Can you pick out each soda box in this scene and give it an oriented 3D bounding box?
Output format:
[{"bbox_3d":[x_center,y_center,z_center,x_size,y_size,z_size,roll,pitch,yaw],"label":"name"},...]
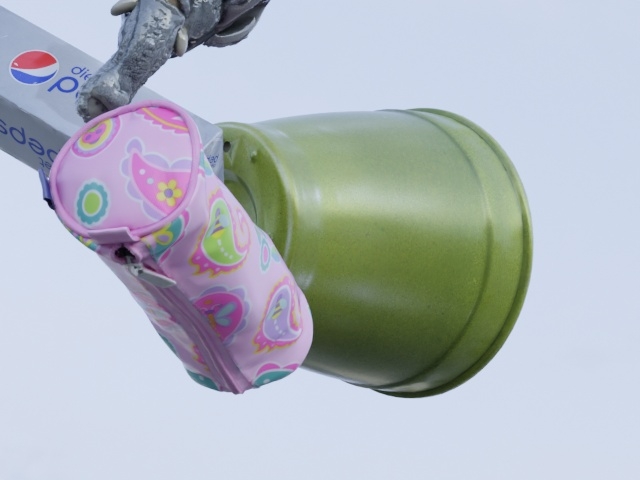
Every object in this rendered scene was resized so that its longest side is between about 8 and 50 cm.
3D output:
[{"bbox_3d":[-0.232,-0.113,1.496,0.286,0.098,0.091,29,-34,19],"label":"soda box"}]

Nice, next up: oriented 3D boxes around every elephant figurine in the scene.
[{"bbox_3d":[-0.105,-0.220,1.258,0.186,0.169,0.239,8,-54,-50],"label":"elephant figurine"}]

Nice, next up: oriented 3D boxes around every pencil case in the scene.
[{"bbox_3d":[-0.098,0.015,1.150,0.124,0.124,0.284,-5,-29,15],"label":"pencil case"}]

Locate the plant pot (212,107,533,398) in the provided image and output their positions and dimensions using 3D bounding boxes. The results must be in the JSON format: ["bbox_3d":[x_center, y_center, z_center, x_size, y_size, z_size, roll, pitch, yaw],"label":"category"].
[{"bbox_3d":[0.000,0.000,1.816,0.366,0.366,0.353,-21,-18,38],"label":"plant pot"}]
